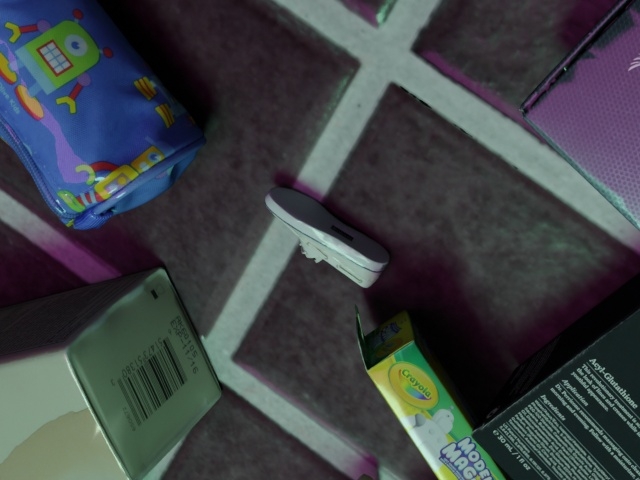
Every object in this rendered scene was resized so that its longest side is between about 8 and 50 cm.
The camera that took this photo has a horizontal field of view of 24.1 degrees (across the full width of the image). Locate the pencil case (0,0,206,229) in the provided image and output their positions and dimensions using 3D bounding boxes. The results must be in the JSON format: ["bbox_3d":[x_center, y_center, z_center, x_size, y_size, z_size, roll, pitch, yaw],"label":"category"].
[{"bbox_3d":[-0.218,-0.143,1.049,0.306,0.133,0.119,50,151,-5],"label":"pencil case"}]

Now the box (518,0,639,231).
[{"bbox_3d":[0.260,-0.063,0.863,0.232,0.059,0.183,45,112,2],"label":"box"}]

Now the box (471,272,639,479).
[{"bbox_3d":[0.260,0.152,0.971,0.261,0.103,0.184,47,128,0],"label":"box"}]

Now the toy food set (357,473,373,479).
[{"bbox_3d":[0.118,0.307,1.042,0.306,0.220,0.092,22,139,17],"label":"toy food set"}]

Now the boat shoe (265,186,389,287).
[{"bbox_3d":[0.000,0.000,1.072,0.100,0.035,0.035,31,122,3],"label":"boat shoe"}]

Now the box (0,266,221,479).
[{"bbox_3d":[-0.254,0.130,1.203,0.311,0.148,0.121,-14,108,34],"label":"box"}]

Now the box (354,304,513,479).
[{"bbox_3d":[0.081,0.121,1.046,0.043,0.105,0.179,-35,98,6],"label":"box"}]
